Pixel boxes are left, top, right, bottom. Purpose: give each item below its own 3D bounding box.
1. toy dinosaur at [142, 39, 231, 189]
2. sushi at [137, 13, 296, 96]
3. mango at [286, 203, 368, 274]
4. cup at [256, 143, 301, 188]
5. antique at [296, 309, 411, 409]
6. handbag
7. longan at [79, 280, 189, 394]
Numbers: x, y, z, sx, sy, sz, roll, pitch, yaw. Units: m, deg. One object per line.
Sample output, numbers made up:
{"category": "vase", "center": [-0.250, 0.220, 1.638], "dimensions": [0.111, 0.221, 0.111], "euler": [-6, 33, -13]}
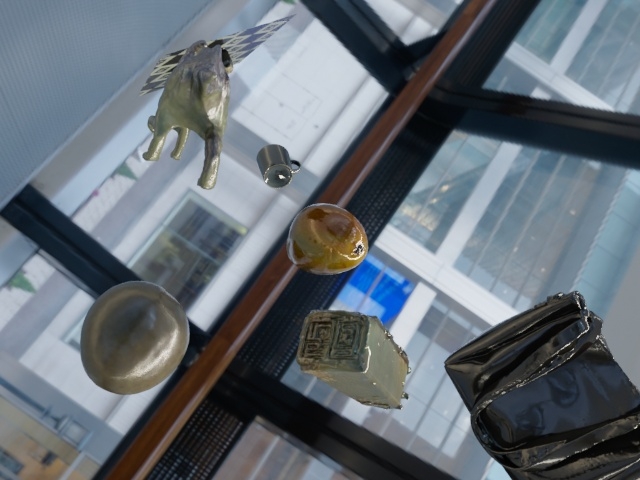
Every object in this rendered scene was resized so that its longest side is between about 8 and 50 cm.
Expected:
{"category": "toy dinosaur", "center": [-0.168, -0.173, 0.802], "dimensions": [0.294, 0.077, 0.162], "euler": [38, -70, 54]}
{"category": "sushi", "center": [-0.202, -0.323, 1.209], "dimensions": [0.264, 0.050, 0.290], "euler": [-26, -172, -25]}
{"category": "mango", "center": [0.000, 0.000, 1.207], "dimensions": [0.113, 0.138, 0.253], "euler": [-45, -167, -23]}
{"category": "cup", "center": [-0.090, -0.165, 1.442], "dimensions": [0.077, 0.100, 0.078], "euler": [-110, -155, -48]}
{"category": "antique", "center": [0.090, 0.248, 1.275], "dimensions": [0.150, 0.284, 0.125], "euler": [-5, -122, 33]}
{"category": "handbag", "center": [0.343, 0.236, 0.910], "dimensions": [0.113, 0.285, 0.257], "euler": [-14, 157, -49]}
{"category": "longan", "center": [-0.527, 0.275, 1.811], "dimensions": [0.319, 0.319, 0.319], "euler": [-55, 179, -2]}
